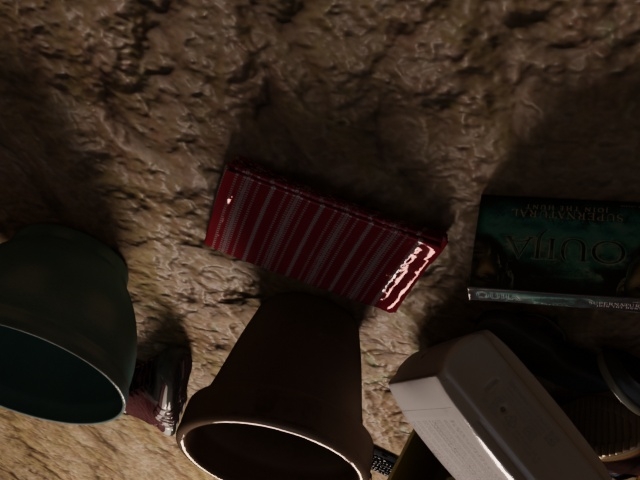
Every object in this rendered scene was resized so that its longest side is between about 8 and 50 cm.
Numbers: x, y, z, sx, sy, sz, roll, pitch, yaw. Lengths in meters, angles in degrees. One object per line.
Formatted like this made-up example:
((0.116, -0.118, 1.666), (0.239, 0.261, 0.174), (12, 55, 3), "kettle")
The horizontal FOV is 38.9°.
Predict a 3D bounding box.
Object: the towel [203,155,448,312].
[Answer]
((0.000, 0.000, 1.114), (0.274, 0.031, 0.199), (20, 148, -4), "towel")

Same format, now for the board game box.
((0.254, 0.011, 0.947), (0.186, 0.126, 0.026), (3, 144, 16), "board game box")

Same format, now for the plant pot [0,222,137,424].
((-0.378, 0.102, 1.254), (0.293, 0.196, 0.293), (11, 146, 7), "plant pot")

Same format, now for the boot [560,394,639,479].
((0.432, 0.292, 1.303), (0.206, 0.090, 0.248), (22, 162, -23), "boot")

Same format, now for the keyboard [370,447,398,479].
((0.090, 0.414, 1.663), (0.192, 0.038, 0.100), (30, 143, -20), "keyboard")

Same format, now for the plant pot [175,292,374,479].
((-0.042, 0.202, 1.239), (0.263, 0.229, 0.263), (10, 146, 7), "plant pot")

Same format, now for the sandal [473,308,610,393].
((0.290, 0.139, 1.193), (0.254, 0.054, 0.097), (30, 151, -37), "sandal")

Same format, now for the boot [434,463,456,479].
((0.303, 0.428, 1.552), (0.258, 0.095, 0.123), (20, 156, 20), "boot")

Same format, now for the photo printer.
((0.214, 0.246, 1.183), (0.256, 0.107, 0.307), (51, 166, 4), "photo printer")

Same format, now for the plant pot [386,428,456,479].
((0.231, 0.391, 1.408), (0.212, 0.212, 0.187), (25, 171, 21), "plant pot")

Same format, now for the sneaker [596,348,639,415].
((0.472, 0.183, 1.171), (0.222, 0.083, 0.118), (32, 123, -11), "sneaker")

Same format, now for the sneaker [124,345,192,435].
((-0.307, 0.241, 1.511), (0.162, 0.106, 0.281), (19, 146, 0), "sneaker")

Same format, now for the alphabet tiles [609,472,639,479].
((0.565, 0.465, 1.479), (0.342, 0.011, 0.285), (0, 118, 22), "alphabet tiles")
